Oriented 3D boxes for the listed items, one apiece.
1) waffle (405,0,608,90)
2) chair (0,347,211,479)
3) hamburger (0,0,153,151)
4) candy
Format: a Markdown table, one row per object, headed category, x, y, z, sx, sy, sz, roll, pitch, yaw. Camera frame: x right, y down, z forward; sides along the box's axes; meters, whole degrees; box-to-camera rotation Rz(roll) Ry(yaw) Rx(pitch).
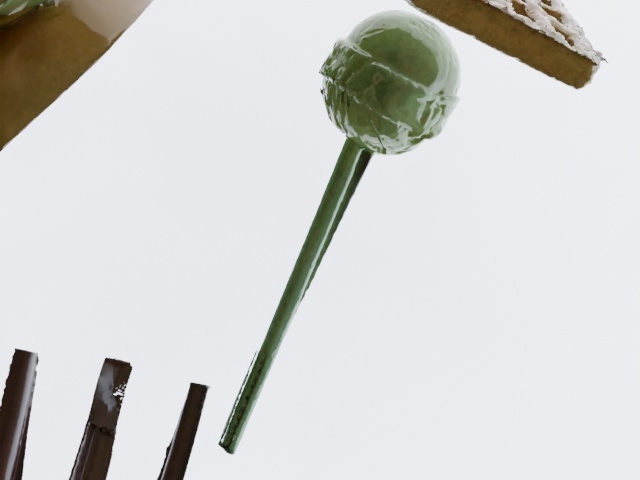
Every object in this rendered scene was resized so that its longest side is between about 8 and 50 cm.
| category | x | y | z | sx | sy | sz | roll | pitch | yaw |
| --- | --- | --- | --- | --- | --- | --- | --- | --- | --- |
| waffle | 0.064 | -0.109 | 0.642 | 0.092 | 0.135 | 0.021 | 23 | -68 | -18 |
| chair | -0.209 | 0.241 | 1.123 | 0.175 | 0.183 | 0.327 | 11 | -100 | 11 |
| hamburger | -0.228 | -0.127 | 0.722 | 0.274 | 0.274 | 0.212 | -35 | -72 | 20 |
| candy | 0.000 | 0.000 | 1.059 | 0.092 | 0.093 | 0.336 | 27 | -78 | 17 |
